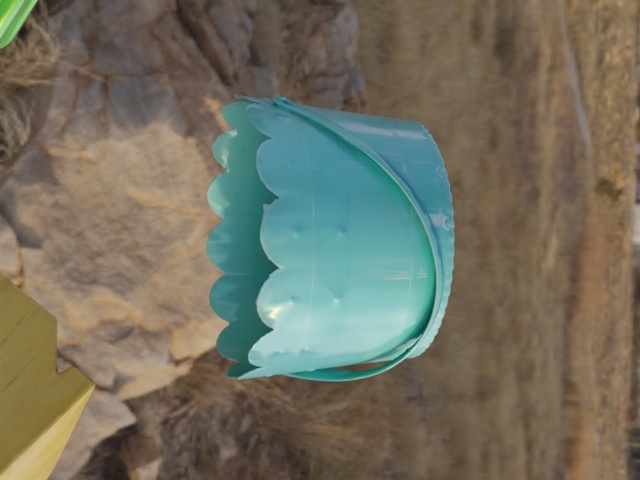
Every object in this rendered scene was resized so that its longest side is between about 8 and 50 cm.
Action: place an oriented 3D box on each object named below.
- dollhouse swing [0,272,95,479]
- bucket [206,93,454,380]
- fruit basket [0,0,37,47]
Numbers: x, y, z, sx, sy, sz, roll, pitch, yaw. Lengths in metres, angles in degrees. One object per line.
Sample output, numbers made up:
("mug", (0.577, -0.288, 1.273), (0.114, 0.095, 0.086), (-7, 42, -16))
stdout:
("dollhouse swing", (-0.433, 0.182, 0.826), (0.315, 0.346, 0.305), (-46, 167, -39))
("bucket", (0.000, 0.000, 0.903), (0.281, 0.183, 0.281), (179, -90, -74))
("fruit basket", (-0.427, -0.395, 0.957), (0.392, 0.283, 0.392), (34, 28, -21))
